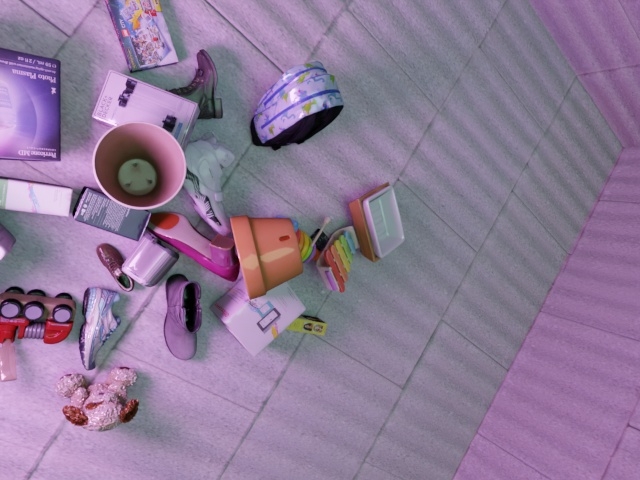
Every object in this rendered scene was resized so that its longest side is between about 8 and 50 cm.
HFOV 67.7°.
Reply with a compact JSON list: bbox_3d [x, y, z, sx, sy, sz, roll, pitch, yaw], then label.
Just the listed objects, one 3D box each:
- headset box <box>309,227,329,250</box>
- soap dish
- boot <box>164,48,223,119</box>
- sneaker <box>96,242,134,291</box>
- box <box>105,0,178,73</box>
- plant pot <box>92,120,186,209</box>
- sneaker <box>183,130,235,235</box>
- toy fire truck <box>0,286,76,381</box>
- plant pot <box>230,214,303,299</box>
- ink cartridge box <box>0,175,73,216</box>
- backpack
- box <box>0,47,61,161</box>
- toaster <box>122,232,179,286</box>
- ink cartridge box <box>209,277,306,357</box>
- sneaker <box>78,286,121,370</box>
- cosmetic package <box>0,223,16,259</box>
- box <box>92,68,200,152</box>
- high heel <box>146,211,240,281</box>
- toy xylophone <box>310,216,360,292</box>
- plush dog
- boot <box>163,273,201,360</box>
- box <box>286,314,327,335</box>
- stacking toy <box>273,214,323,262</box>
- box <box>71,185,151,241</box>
[{"bbox_3d":[0.000,0.000,2.020,0.062,0.032,0.083,-47,115,-15],"label":"headset box"},{"bbox_3d":[0.244,-0.081,2.068,0.229,0.118,0.291,-32,114,-42],"label":"soap dish"},{"bbox_3d":[-0.468,-0.516,1.643,0.229,0.091,0.263,-14,100,-21],"label":"boot"},{"bbox_3d":[-0.689,0.091,1.621,0.066,0.071,0.188,-37,114,-20],"label":"sneaker"},{"bbox_3d":[-0.585,-0.688,1.571,0.159,0.044,0.233,-23,108,-25],"label":"box"},{"bbox_3d":[-0.570,-0.217,1.508,0.256,0.274,0.257,0,89,-22],"label":"plant pot"},{"bbox_3d":[-0.378,-0.205,1.711,0.210,0.137,0.366,-37,111,-17],"label":"sneaker"},{"bbox_3d":[-0.908,0.296,1.498,0.217,0.158,0.246,13,103,-31],"label":"toy fire truck"},{"bbox_3d":[-0.181,0.039,1.653,0.203,0.291,0.291,-14,106,-9],"label":"plant pot"},{"bbox_3d":[-0.868,-0.133,1.435,0.212,0.154,0.093,5,95,-30],"label":"ink cartridge box"},{"bbox_3d":[-0.073,-0.477,1.717,0.290,0.355,0.273,-17,105,-26],"label":"backpack"},{"bbox_3d":[-0.900,-0.373,1.320,0.296,0.182,0.294,-5,102,-49],"label":"box"},{"bbox_3d":[-0.569,0.070,1.602,0.129,0.227,0.146,36,79,-6],"label":"toaster"},{"bbox_3d":[-0.242,0.261,1.829,0.270,0.198,0.197,-41,116,-17],"label":"ink cartridge box"},{"bbox_3d":[-0.737,0.300,1.608,0.122,0.110,0.283,6,95,-34],"label":"sneaker"},{"bbox_3d":[-1.085,-0.026,1.231,0.329,0.327,0.394,-44,115,-17],"label":"cosmetic package"},{"bbox_3d":[-0.559,-0.411,1.548,0.290,0.087,0.169,21,88,-8],"label":"box"},{"bbox_3d":[-0.451,0.028,1.651,0.127,0.377,0.181,-49,154,-41],"label":"high heel"},{"bbox_3d":[0.060,0.050,1.959,0.236,0.081,0.323,61,36,-35],"label":"toy xylophone"},{"bbox_3d":[-0.733,0.553,1.581,0.262,0.225,0.211,1,97,-30],"label":"plush dog"},{"bbox_3d":[-0.479,0.294,1.685,0.118,0.222,0.338,-12,104,-28],"label":"boot"},{"bbox_3d":[-0.091,0.343,1.994,0.232,0.087,0.058,15,93,-32],"label":"box"},{"bbox_3d":[-0.078,0.031,1.928,0.302,0.165,0.175,26,86,-42],"label":"stacking toy"},{"bbox_3d":[-0.679,-0.087,1.551,0.207,0.153,0.108,23,86,-30],"label":"box"}]
